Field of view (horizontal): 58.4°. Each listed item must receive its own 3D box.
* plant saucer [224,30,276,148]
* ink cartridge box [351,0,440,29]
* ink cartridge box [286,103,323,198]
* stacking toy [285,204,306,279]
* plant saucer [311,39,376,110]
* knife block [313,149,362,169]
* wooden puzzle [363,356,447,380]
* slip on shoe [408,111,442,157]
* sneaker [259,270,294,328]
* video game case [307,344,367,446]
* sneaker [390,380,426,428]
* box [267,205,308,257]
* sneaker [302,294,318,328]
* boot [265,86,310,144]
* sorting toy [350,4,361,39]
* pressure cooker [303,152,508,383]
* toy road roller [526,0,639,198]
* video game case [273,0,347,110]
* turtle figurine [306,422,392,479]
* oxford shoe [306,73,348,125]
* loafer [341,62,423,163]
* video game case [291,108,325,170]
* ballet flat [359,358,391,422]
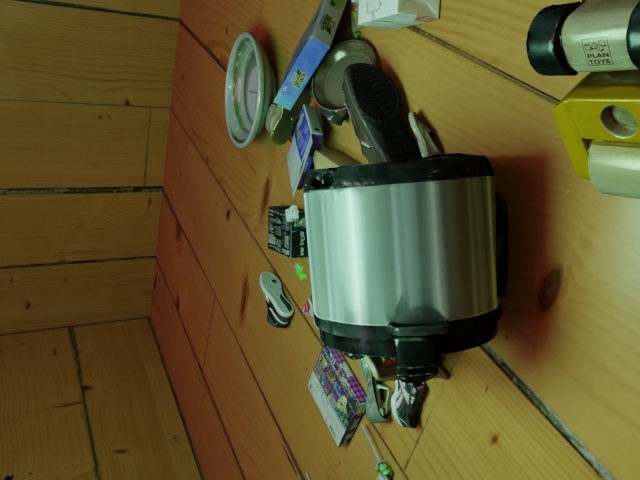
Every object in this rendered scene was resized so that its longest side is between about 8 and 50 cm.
[{"bbox_3d":[-0.240,-0.526,2.032,0.400,0.101,0.400,5,96,64],"label":"plant saucer"},{"bbox_3d":[0.164,-0.526,1.302,0.198,0.115,0.067,21,112,60],"label":"ink cartridge box"},{"bbox_3d":[-0.048,-0.259,1.689,0.208,0.045,0.206,-100,25,-46],"label":"ink cartridge box"},{"bbox_3d":[0.000,0.000,1.605,0.052,0.167,0.221,-29,67,59],"label":"stacking toy"},{"bbox_3d":[0.067,-0.427,1.504,0.199,0.036,0.198,-10,72,34],"label":"plant saucer"},{"bbox_3d":[0.092,-0.158,1.503,0.242,0.088,0.275,-37,61,56],"label":"knife block"},{"bbox_3d":[0.158,0.222,1.290,0.044,0.239,0.221,-58,42,23],"label":"wooden puzzle"},{"bbox_3d":[0.235,-0.237,1.288,0.041,0.051,0.135,-23,58,18],"label":"slip on shoe"},{"bbox_3d":[-0.174,0.221,2.034,0.216,0.079,0.121,58,139,38],"label":"sneaker"},{"bbox_3d":[0.047,0.454,1.702,0.232,0.042,0.210,56,139,42],"label":"video game case"},{"bbox_3d":[0.215,0.364,1.367,0.077,0.072,0.178,-6,94,50],"label":"sneaker"},{"bbox_3d":[-0.102,-0.031,1.875,0.180,0.078,0.147,18,109,59],"label":"box"},{"bbox_3d":[-0.022,0.236,1.800,0.067,0.042,0.118,-55,39,43],"label":"sneaker"},{"bbox_3d":[-0.111,-0.426,1.844,0.213,0.077,0.165,-62,24,17],"label":"boot"},{"bbox_3d":[0.100,-0.579,1.516,0.062,0.012,0.083,-10,85,61],"label":"sorting toy"},{"bbox_3d":[0.157,0.054,1.106,0.376,0.370,0.420,0,96,45],"label":"pressure cooker"},{"bbox_3d":[0.462,-0.233,0.770,0.202,0.241,0.329,24,151,58],"label":"toy road roller"},{"bbox_3d":[-0.026,-0.533,1.587,0.269,0.061,0.244,-44,23,54],"label":"video game case"},{"bbox_3d":[0.111,0.664,1.457,0.266,0.198,0.274,9,105,57],"label":"turtle figurine"},{"bbox_3d":[0.030,-0.419,1.613,0.096,0.083,0.227,-54,46,24],"label":"oxford shoe"},{"bbox_3d":[0.129,-0.254,1.365,0.130,0.134,0.365,-46,58,59],"label":"loafer"},{"bbox_3d":[-0.039,-0.287,1.789,0.183,0.023,0.201,-15,80,60],"label":"video game case"},{"bbox_3d":[0.150,0.370,1.500,0.068,0.072,0.213,-8,87,34],"label":"ballet flat"}]
